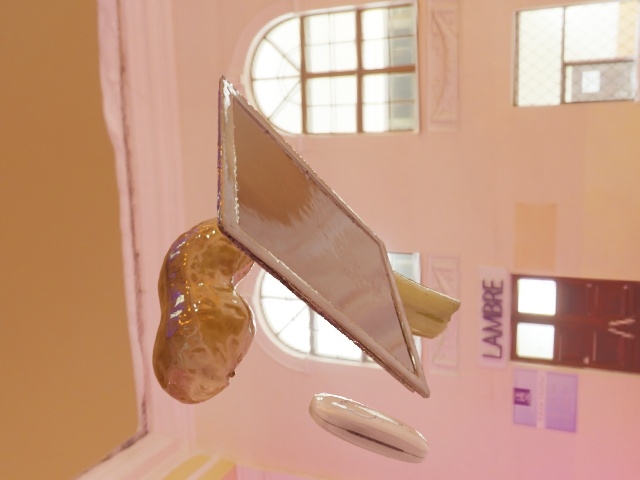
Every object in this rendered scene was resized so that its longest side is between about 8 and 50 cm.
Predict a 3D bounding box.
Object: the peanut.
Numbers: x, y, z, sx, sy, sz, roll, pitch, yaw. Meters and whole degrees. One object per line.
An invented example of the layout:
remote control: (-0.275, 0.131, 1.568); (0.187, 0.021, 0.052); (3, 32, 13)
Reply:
peanut: (-0.124, 0.065, 0.685); (0.103, 0.098, 0.229); (25, -133, -33)

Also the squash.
squash: (0.064, 0.059, 0.819); (0.083, 0.250, 0.083); (-155, 90, -84)

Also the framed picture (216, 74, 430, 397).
framed picture: (0.000, 0.000, 0.560); (0.274, 0.017, 0.217); (44, -158, -34)

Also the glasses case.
glasses case: (0.073, 0.281, 0.945); (0.049, 0.197, 0.076); (-64, 12, 7)
